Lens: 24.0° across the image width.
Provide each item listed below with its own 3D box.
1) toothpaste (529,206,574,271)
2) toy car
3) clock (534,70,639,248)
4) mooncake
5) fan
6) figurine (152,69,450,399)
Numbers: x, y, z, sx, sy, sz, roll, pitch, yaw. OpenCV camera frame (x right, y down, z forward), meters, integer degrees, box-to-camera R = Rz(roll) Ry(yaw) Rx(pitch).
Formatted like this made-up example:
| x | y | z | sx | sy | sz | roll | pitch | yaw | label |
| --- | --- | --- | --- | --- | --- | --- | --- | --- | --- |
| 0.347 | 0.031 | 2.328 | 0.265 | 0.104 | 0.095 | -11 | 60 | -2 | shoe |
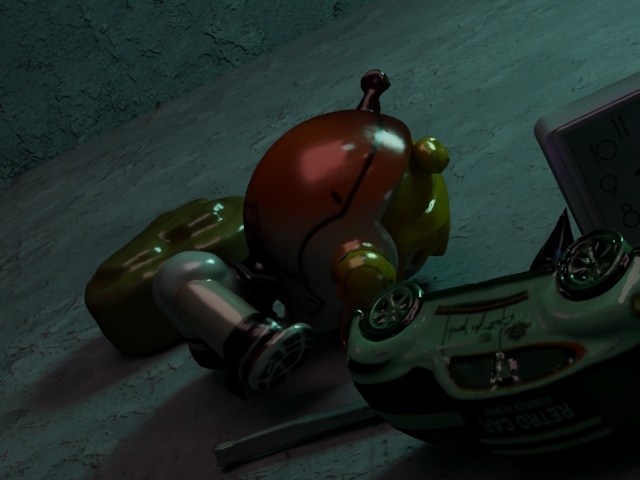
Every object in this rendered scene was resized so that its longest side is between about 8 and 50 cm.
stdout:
| x | y | z | sx | sy | sz | roll | pitch | yaw | label |
| --- | --- | --- | --- | --- | --- | --- | --- | --- | --- |
| 0.189 | 0.052 | 1.256 | 0.045 | 0.071 | 0.193 | -3 | 32 | 26 | toothpaste |
| 0.144 | 0.096 | 1.068 | 0.306 | 0.136 | 0.125 | -16 | 41 | 38 | toy car |
| 0.301 | -0.072 | 1.286 | 0.197 | 0.150 | 0.063 | -25 | 13 | 8 | clock |
| -0.166 | 0.029 | 1.800 | 0.235 | 0.117 | 0.235 | -27 | 19 | 10 | mooncake |
| 0.032 | 0.145 | 1.287 | 0.282 | 0.023 | 0.057 | -19 | 19 | 22 | fan |
| -0.004 | -0.002 | 1.480 | 0.323 | 0.196 | 0.320 | -43 | 13 | -14 | figurine |
